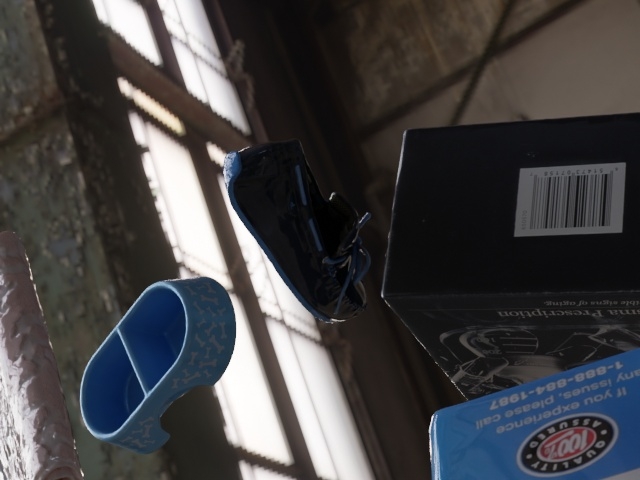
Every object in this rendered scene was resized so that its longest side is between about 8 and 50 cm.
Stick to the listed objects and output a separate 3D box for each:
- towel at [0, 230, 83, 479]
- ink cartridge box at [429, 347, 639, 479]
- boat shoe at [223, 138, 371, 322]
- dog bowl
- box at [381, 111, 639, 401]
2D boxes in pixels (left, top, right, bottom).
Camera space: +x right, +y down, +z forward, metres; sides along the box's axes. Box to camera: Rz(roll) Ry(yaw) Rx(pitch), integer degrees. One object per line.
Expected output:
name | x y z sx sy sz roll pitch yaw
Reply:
towel | -0.297 0.210 1.345 0.053 0.332 0.317 -7 -48 -21
ink cartridge box | 0.202 0.198 0.471 0.285 0.395 0.166 -19 -62 14
boat shoe | 0.000 0.000 1.259 0.089 0.109 0.258 -22 -33 13
dog bowl | -0.235 0.172 1.860 0.074 0.166 0.297 13 -53 -44
box | 0.275 0.035 1.256 0.343 0.179 0.312 -2 -26 24
